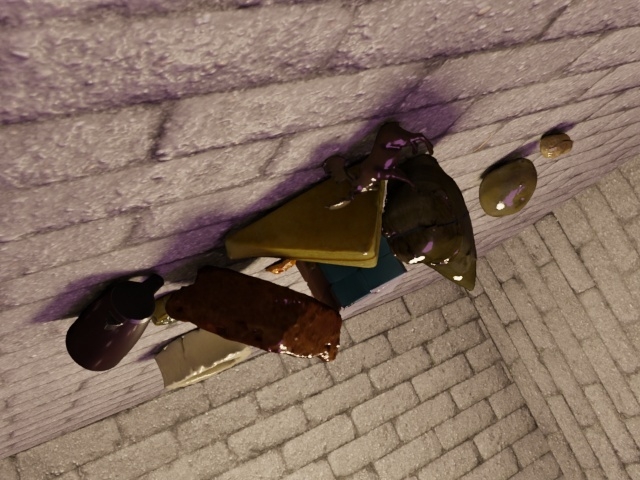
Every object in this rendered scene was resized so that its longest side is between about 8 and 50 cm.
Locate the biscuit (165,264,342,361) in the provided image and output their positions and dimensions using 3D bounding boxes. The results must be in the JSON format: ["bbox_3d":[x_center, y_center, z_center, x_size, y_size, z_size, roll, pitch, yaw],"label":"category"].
[{"bbox_3d":[-0.148,0.189,1.633,0.343,0.166,0.395,17,173,23],"label":"biscuit"}]

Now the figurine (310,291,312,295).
[{"bbox_3d":[0.095,0.150,2.341,0.275,0.158,0.161,-26,-157,-1],"label":"figurine"}]

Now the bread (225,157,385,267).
[{"bbox_3d":[-0.037,-0.062,1.492,0.362,0.245,0.233,3,171,9],"label":"bread"}]

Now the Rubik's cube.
[{"bbox_3d":[0.085,0.078,1.833,0.231,0.224,0.221,-27,167,-17],"label":"Rubik's cube"}]

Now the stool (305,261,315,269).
[{"bbox_3d":[0.000,0.000,1.661,0.134,0.110,0.135,-31,165,25],"label":"stool"}]

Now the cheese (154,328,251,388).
[{"bbox_3d":[-0.437,0.420,2.358,0.332,0.153,0.292,-20,165,-30],"label":"cheese"}]

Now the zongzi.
[{"bbox_3d":[0.276,0.025,1.468,0.174,0.393,0.356,-21,-164,21],"label":"zongzi"}]

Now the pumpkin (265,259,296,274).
[{"bbox_3d":[-0.110,0.080,1.926,0.101,0.035,0.073,-31,168,12],"label":"pumpkin"}]

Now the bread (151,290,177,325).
[{"bbox_3d":[-0.400,0.190,1.744,0.117,0.064,0.156,-27,165,10],"label":"bread"}]

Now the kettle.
[{"bbox_3d":[-0.455,0.179,1.467,0.232,0.144,0.202,-40,-179,36],"label":"kettle"}]

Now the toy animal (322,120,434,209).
[{"bbox_3d":[0.107,-0.149,1.299,0.186,0.094,0.214,9,121,-24],"label":"toy animal"}]

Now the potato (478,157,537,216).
[{"bbox_3d":[0.605,-0.171,2.056,0.178,0.160,0.235,-46,174,-43],"label":"potato"}]

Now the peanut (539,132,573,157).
[{"bbox_3d":[0.732,-0.294,1.979,0.174,0.080,0.080,-15,163,-46],"label":"peanut"}]
